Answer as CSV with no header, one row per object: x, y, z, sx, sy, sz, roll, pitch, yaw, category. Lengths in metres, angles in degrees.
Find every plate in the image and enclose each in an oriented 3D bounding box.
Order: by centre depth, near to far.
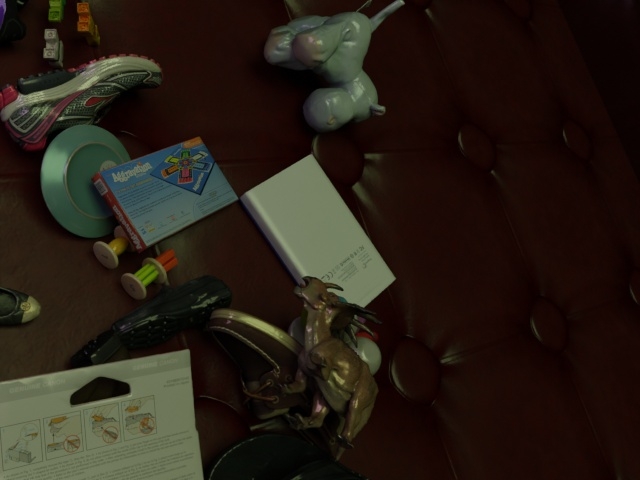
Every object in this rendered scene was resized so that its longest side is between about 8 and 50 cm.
-0.373,-0.098,1.208,0.188,0.024,0.188,3,86,-53,plate

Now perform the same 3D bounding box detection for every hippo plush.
0.024,-0.369,1.610,0.294,0.234,0.236,-30,119,-27,hippo plush

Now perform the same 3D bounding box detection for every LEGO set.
-0.442,-0.407,1.325,0.087,0.093,0.227,-2,72,-5,LEGO set

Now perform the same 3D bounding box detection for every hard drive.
0.000,0.000,1.484,0.210,0.040,0.318,-36,93,-42,hard drive

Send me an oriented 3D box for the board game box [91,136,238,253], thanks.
-0.263,-0.089,1.286,0.145,0.027,0.281,59,33,-3,board game box

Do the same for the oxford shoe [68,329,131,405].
-0.361,0.239,1.071,0.227,0.083,0.096,-43,115,-33,oxford shoe

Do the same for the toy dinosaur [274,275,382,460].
0.037,0.213,1.199,0.200,0.127,0.295,-38,112,-47,toy dinosaur

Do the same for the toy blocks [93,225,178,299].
-0.293,0.013,1.247,0.123,0.054,0.148,50,48,-6,toy blocks

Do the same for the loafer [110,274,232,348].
-0.253,0.116,1.224,0.223,0.076,0.078,-21,51,-38,loafer

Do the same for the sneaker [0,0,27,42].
-0.563,-0.464,1.250,0.146,0.102,0.293,1,73,-41,sneaker

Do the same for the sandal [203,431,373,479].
0.017,0.437,1.222,0.446,0.107,0.167,25,70,-26,sandal

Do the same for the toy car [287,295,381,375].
0.042,0.181,1.349,0.136,0.159,0.182,-33,90,-43,toy car

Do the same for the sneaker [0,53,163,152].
-0.402,-0.241,1.256,0.299,0.121,0.112,-29,103,-35,sneaker

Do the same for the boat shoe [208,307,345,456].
-0.073,0.252,1.255,0.342,0.123,0.123,47,55,-25,boat shoe

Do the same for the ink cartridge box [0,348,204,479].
-0.315,0.305,1.041,0.296,0.066,0.261,-4,87,-39,ink cartridge box

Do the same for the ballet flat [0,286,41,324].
-0.494,0.085,1.062,0.173,0.049,0.057,19,60,-30,ballet flat
